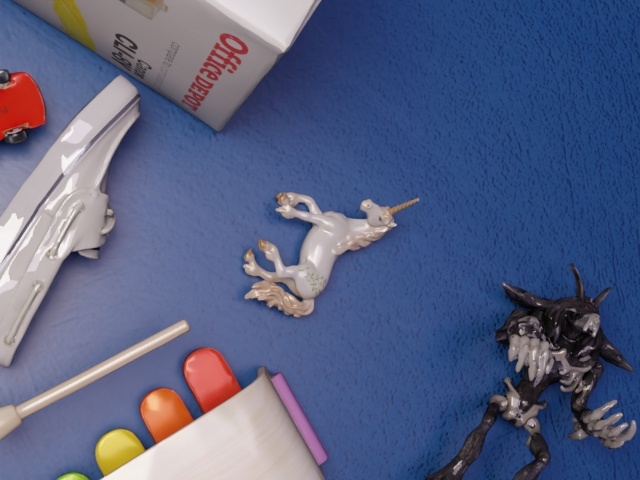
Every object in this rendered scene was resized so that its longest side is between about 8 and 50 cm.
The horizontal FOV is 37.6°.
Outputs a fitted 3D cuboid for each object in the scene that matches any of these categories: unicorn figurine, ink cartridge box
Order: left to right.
[{"bbox_3d":[-0.178,-0.274,0.748,0.385,0.279,0.160,31,77,-11],"label":"ink cartridge box"},{"bbox_3d":[0.000,0.000,0.895,0.111,0.060,0.162,30,93,-12],"label":"unicorn figurine"}]

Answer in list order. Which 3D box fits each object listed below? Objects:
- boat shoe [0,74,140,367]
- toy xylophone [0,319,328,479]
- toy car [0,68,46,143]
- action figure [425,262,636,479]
[{"bbox_3d":[-0.222,-0.016,0.806,0.088,0.096,0.267,35,77,-14],"label":"boat shoe"},{"bbox_3d":[-0.149,0.206,0.808,0.323,0.081,0.236,-22,91,-18],"label":"toy xylophone"},{"bbox_3d":[-0.370,-0.090,0.748,0.225,0.053,0.239,43,77,-38],"label":"toy car"},{"bbox_3d":[0.217,0.146,0.897,0.164,0.141,0.275,33,79,-9],"label":"action figure"}]
